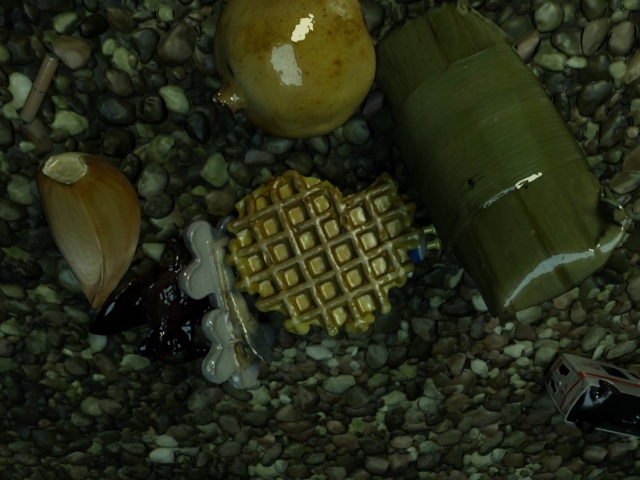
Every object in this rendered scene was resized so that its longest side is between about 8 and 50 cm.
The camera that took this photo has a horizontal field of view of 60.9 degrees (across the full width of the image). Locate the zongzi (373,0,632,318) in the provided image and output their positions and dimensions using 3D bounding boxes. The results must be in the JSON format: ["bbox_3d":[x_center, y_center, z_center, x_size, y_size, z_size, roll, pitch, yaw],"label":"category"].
[{"bbox_3d":[0.215,-0.138,0.700,0.181,0.418,0.448,-29,73,26],"label":"zongzi"}]

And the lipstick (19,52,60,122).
[{"bbox_3d":[-0.361,-0.195,0.699,0.019,0.019,0.094,31,111,-14],"label":"lipstick"}]

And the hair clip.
[{"bbox_3d":[-0.125,0.090,0.767,0.075,0.146,0.257,-9,102,42],"label":"hair clip"}]

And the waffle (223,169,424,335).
[{"bbox_3d":[0.000,0.000,0.727,0.253,0.056,0.249,33,87,6],"label":"waffle"}]

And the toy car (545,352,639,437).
[{"bbox_3d":[0.473,0.251,0.875,0.209,0.108,0.090,15,113,-12],"label":"toy car"}]

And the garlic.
[{"bbox_3d":[-0.301,-0.025,0.733,0.115,0.128,0.207,-24,118,-38],"label":"garlic"}]

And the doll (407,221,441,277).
[{"bbox_3d":[0.099,0.010,0.780,0.142,0.057,0.099,-17,92,8],"label":"doll"}]

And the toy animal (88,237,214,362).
[{"bbox_3d":[-0.222,0.089,0.808,0.218,0.116,0.180,6,85,-25],"label":"toy animal"}]

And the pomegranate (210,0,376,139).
[{"bbox_3d":[-0.038,-0.198,0.612,0.196,0.196,0.196,0,116,0],"label":"pomegranate"}]
